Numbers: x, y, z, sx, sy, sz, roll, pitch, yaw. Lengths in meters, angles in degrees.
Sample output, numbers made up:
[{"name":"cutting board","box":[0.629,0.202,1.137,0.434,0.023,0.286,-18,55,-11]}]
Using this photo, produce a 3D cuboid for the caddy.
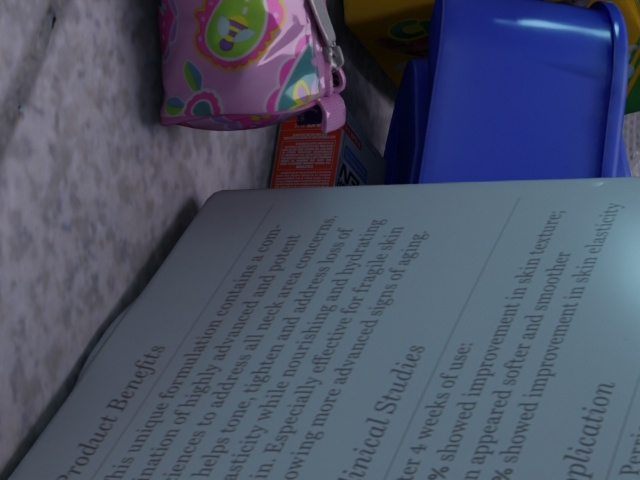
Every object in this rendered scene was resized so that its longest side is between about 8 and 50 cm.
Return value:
[{"name":"caddy","box":[0.139,-0.017,1.355,0.241,0.179,0.341,116,-15,-66]}]

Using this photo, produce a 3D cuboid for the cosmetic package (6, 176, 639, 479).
[{"name":"cosmetic package","box":[0.089,0.181,1.087,0.329,0.394,0.327,-58,140,-49]}]

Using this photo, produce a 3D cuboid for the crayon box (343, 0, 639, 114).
[{"name":"crayon box","box":[0.146,-0.181,1.486,0.323,0.203,0.083,43,38,-59]}]

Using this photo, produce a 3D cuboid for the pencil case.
[{"name":"pencil case","box":[-0.049,-0.204,1.145,0.124,0.124,0.284,-24,110,-66]}]

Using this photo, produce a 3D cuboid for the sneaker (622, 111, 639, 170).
[{"name":"sneaker","box":[0.302,-0.181,1.997,0.321,0.127,0.126,-55,139,-16]}]

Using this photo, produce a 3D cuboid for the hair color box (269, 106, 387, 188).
[{"name":"hair color box","box":[0.000,0.000,1.336,0.093,0.053,0.167,48,47,-58]}]
